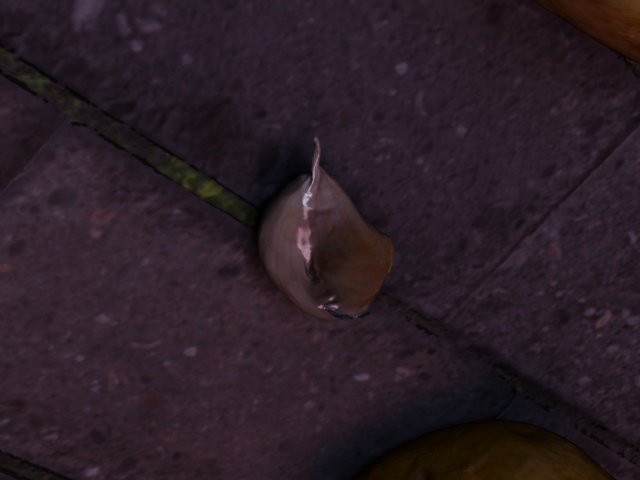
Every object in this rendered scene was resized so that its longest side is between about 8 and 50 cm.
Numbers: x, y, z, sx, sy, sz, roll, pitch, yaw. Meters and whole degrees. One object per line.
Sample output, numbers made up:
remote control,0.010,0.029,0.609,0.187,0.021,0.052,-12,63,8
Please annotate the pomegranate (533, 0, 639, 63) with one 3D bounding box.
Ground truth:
pomegranate,0.226,-0.240,0.867,0.322,0.322,0.322,-15,131,-17

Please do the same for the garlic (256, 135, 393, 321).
garlic,-0.006,-0.001,1.096,0.084,0.066,0.152,-59,139,-14

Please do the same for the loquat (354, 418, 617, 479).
loquat,0.135,0.284,1.269,0.276,0.276,0.284,-24,137,-9
